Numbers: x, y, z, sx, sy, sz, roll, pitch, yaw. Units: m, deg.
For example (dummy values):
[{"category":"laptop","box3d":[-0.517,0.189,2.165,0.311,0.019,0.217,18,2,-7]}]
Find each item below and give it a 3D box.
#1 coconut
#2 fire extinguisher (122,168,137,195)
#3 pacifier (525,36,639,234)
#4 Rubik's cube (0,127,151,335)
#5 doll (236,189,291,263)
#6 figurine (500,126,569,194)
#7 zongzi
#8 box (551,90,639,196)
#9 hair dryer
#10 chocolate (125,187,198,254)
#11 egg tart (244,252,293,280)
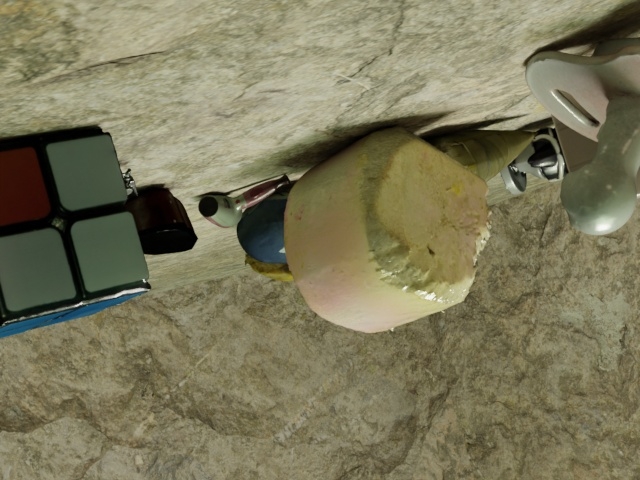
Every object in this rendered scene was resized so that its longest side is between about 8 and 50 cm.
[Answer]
[{"category":"coconut","box3d":[0.092,-0.011,1.731,0.297,0.298,0.309,-13,175,-35]},{"category":"fire extinguisher","box3d":[-0.294,-0.056,1.332,0.177,0.050,0.062,-12,149,-34]},{"category":"pacifier","box3d":[0.389,-0.149,1.386,0.273,0.221,0.332,-27,-160,-28]},{"category":"Rubik's cube","box3d":[-0.301,-0.001,1.155,0.167,0.180,0.183,-14,177,-36]},{"category":"doll","box3d":[-0.031,-0.038,2.029,0.258,0.154,0.228,-5,175,-31]},{"category":"figurine","box3d":[0.468,-0.172,2.115,0.236,0.133,0.176,-15,-175,28]},{"category":"zongzi","box3d":[0.228,-0.136,1.956,0.256,0.115,0.228,-26,-173,-38]},{"category":"box","box3d":[0.481,-0.172,1.643,0.251,0.203,0.106,-19,174,35]},{"category":"hair dryer","box3d":[-0.122,-0.074,1.849,0.154,0.054,0.106,-26,170,5]},{"category":"chocolate","box3d":[-0.249,-0.029,1.640,0.125,0.080,0.148,-11,168,9]},{"category":"egg tart","box3d":[0.000,0.000,2.363,0.345,0.133,0.345,-5,-171,1]}]
